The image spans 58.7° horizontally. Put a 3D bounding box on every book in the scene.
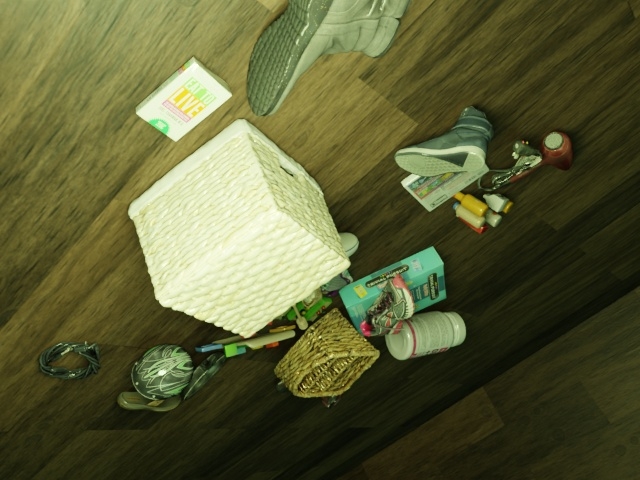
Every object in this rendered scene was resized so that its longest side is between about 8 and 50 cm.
[{"bbox_3d":[-0.247,-0.254,1.029,0.144,0.035,0.096,-35,142,17],"label":"book"}]

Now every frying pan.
[{"bbox_3d":[-0.369,0.412,1.740,0.197,0.053,0.326,-48,171,-7],"label":"frying pan"}]

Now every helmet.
[{"bbox_3d":[-0.452,0.379,1.645,0.170,0.169,0.161,-17,163,-13],"label":"helmet"}]

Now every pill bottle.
[{"bbox_3d":[0.403,0.355,2.171,0.283,0.160,0.160,-5,141,-28],"label":"pill bottle"}]

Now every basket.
[{"bbox_3d":[-0.158,-0.011,1.209,0.331,0.266,0.328,-36,144,13],"label":"basket"},{"bbox_3d":[0.010,0.413,1.877,0.213,0.223,0.299,-31,162,-49],"label":"basket"}]

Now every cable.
[{"bbox_3d":[-0.676,0.336,1.542,0.151,0.047,0.184,-7,143,-25],"label":"cable"}]

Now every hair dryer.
[{"bbox_3d":[0.602,-0.227,1.606,0.294,0.080,0.223,-3,157,-21],"label":"hair dryer"}]

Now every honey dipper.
[{"bbox_3d":[-0.069,0.224,1.719,0.031,0.030,0.160,-24,146,-3],"label":"honey dipper"}]

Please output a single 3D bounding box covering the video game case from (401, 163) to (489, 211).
[{"bbox_3d":[0.337,-0.174,1.527,0.201,0.023,0.183,-35,146,17],"label":"video game case"}]

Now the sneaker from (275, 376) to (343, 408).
[{"bbox_3d":[-0.026,0.572,2.163,0.282,0.162,0.106,-21,156,8],"label":"sneaker"}]

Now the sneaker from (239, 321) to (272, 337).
[{"bbox_3d":[-0.154,0.177,1.600,0.107,0.118,0.279,5,137,-40],"label":"sneaker"}]

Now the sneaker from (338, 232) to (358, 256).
[{"bbox_3d":[0.000,0.000,1.484,0.258,0.094,0.091,-8,128,-36],"label":"sneaker"}]

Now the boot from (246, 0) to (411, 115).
[{"bbox_3d":[0.021,-0.346,1.008,0.223,0.118,0.338,-3,145,-39],"label":"boot"}]

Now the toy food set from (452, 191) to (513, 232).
[{"bbox_3d":[0.469,-0.097,1.682,0.232,0.104,0.111,-14,135,-48],"label":"toy food set"}]

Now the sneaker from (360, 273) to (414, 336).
[{"bbox_3d":[0.205,0.215,1.746,0.112,0.120,0.299,-11,144,-17],"label":"sneaker"}]

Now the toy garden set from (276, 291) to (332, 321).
[{"bbox_3d":[-0.051,0.190,1.748,0.244,0.049,0.204,10,133,-42],"label":"toy garden set"}]

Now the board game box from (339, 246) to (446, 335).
[{"bbox_3d":[0.247,0.178,1.899,0.336,0.079,0.253,-25,146,-1],"label":"board game box"}]

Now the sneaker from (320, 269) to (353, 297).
[{"bbox_3d":[0.025,0.103,1.621,0.098,0.083,0.223,-47,149,-5],"label":"sneaker"}]

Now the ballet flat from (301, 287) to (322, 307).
[{"bbox_3d":[-0.039,0.110,1.582,0.067,0.073,0.206,-50,139,-36],"label":"ballet flat"}]

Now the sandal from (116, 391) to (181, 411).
[{"bbox_3d":[-0.548,0.506,1.850,0.219,0.090,0.060,17,106,-37],"label":"sandal"}]

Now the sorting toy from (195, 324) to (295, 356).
[{"bbox_3d":[-0.199,0.308,1.706,0.196,0.047,0.348,-11,177,44],"label":"sorting toy"}]

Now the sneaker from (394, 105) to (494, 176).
[{"bbox_3d":[0.300,-0.237,1.361,0.226,0.163,0.086,3,144,34],"label":"sneaker"}]
